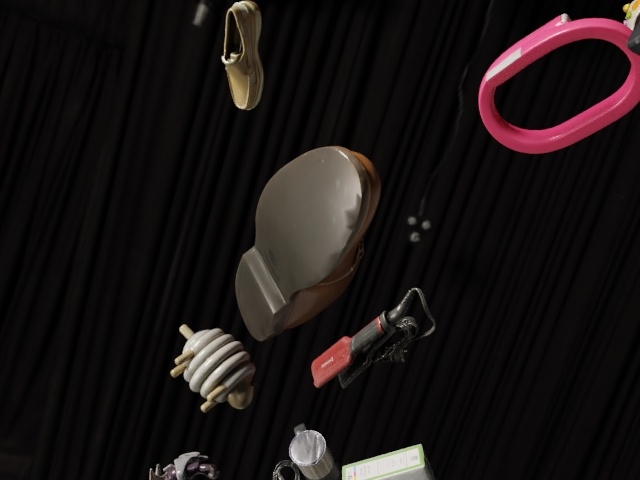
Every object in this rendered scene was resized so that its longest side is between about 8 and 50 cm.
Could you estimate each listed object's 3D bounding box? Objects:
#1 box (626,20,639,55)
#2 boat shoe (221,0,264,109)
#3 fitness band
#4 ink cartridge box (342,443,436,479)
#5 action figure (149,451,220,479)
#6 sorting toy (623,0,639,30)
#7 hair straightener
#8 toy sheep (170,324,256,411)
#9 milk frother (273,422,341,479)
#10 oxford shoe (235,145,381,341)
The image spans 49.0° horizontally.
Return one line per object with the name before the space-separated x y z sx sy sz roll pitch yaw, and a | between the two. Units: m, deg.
box | 0.274 -0.121 0.265 0.165 0.143 0.270 31 2 -2
boat shoe | -0.143 -0.312 1.213 0.068 0.190 0.072 15 33 26
fitness band | 0.406 -0.261 1.197 0.209 0.054 0.291 38 -45 -24
ink cartridge box | 0.103 0.454 1.267 0.209 0.109 0.062 -20 22 9
action figure | -0.145 0.372 0.895 0.099 0.185 0.285 -16 -2 -38
sorting toy | 0.543 -0.363 1.213 0.044 0.075 0.083 5 -31 33
hair straightener | 0.075 0.128 0.897 0.089 0.230 0.047 8 50 -28
toy sheep | -0.131 0.154 0.869 0.132 0.091 0.091 48 15 11
milk frother | -0.046 0.503 1.578 0.129 0.143 0.135 35 -23 42
oxford shoe | 0.000 0.000 0.480 0.076 0.076 0.212 -15 -20 -26
